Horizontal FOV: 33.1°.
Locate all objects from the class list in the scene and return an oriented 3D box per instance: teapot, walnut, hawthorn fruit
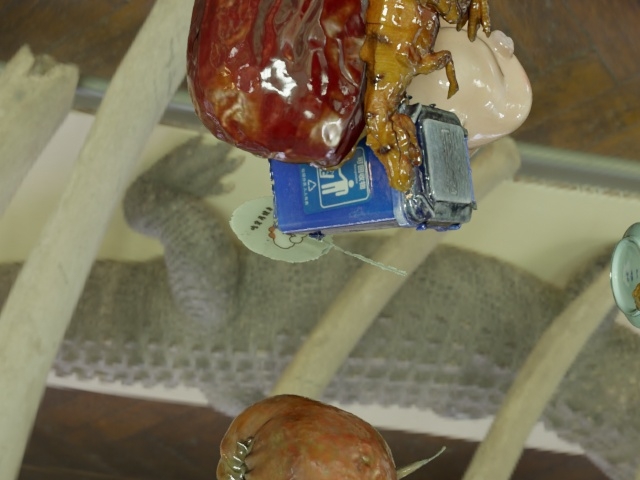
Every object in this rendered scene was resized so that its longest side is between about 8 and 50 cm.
[{"bbox_3d":[0.522,0.052,1.599,0.158,0.159,0.232,10,168,-8],"label":"teapot"},{"bbox_3d":[-0.022,-0.217,1.195,0.243,0.221,0.269,7,96,-22],"label":"walnut"},{"bbox_3d":[0.004,0.206,0.875,0.189,0.149,0.149,21,136,-7],"label":"hawthorn fruit"}]

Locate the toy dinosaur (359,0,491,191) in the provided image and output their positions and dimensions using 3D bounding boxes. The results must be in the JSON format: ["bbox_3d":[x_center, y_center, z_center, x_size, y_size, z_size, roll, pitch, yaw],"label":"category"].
[{"bbox_3d":[0.096,-0.272,1.070,0.097,0.208,0.432,7,109,29],"label":"toy dinosaur"}]

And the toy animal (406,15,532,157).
[{"bbox_3d":[0.161,-0.191,1.602,0.326,0.237,0.269,-41,167,26],"label":"toy animal"}]

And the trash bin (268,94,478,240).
[{"bbox_3d":[0.068,-0.078,1.373,0.234,0.163,0.184,-11,172,34],"label":"trash bin"}]

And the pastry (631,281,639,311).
[{"bbox_3d":[0.318,0.044,0.927,0.080,0.056,0.140,0,172,8],"label":"pastry"}]

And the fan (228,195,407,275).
[{"bbox_3d":[0.000,-0.001,1.881,0.329,0.191,0.009,22,128,12],"label":"fan"}]
